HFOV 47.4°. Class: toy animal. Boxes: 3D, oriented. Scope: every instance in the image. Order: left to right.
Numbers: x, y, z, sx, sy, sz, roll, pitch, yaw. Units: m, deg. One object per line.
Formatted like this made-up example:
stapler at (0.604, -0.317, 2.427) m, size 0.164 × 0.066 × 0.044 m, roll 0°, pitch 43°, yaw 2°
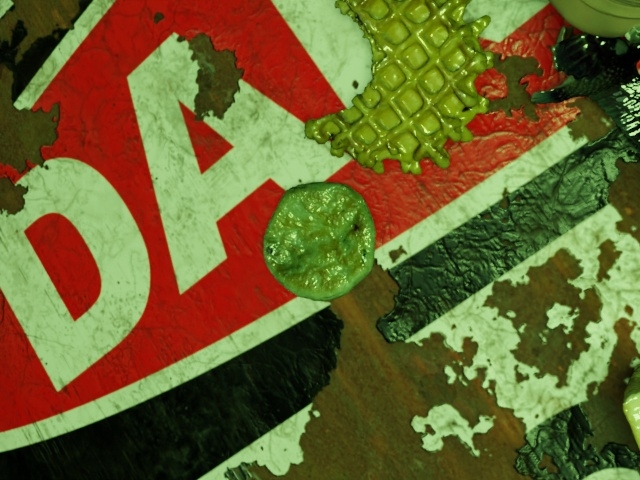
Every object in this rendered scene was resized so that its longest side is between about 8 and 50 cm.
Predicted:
toy animal at (0.361, -0.228, 0.904) m, size 0.160 × 0.272 × 0.197 m, roll 33°, pitch 94°, yaw 48°

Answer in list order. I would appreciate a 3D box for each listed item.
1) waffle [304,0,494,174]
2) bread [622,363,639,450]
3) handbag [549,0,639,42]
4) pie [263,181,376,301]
waffle at (0.111, -0.232, 1.019) m, size 0.259 × 0.069 × 0.293 m, roll 16°, pitch 109°, yaw 21°
bread at (0.449, 0.259, 0.832) m, size 0.111 × 0.239 × 0.246 m, roll -24°, pitch 81°, yaw 26°
handbag at (0.387, -0.322, 0.795) m, size 0.302 × 0.149 × 0.283 m, roll -13°, pitch 65°, yaw -21°
pie at (0.000, 0.000, 1.104) m, size 0.187 × 0.041 × 0.187 m, roll 0°, pitch 91°, yaw 22°
